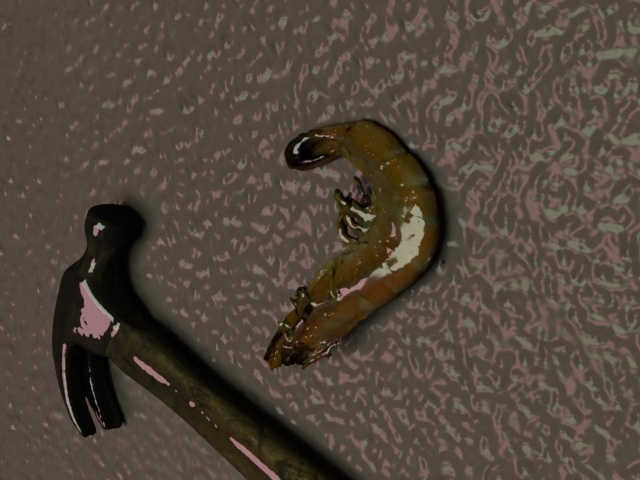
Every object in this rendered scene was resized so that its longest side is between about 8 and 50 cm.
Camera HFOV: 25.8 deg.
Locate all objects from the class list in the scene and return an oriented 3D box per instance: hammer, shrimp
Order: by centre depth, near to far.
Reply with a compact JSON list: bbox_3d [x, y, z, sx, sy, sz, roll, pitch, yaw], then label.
[{"bbox_3d":[-0.001,0.000,0.861,0.178,0.034,0.124,-44,68,38],"label":"shrimp"},{"bbox_3d":[-0.029,0.148,0.915,0.440,0.044,0.168,35,121,31],"label":"hammer"}]
